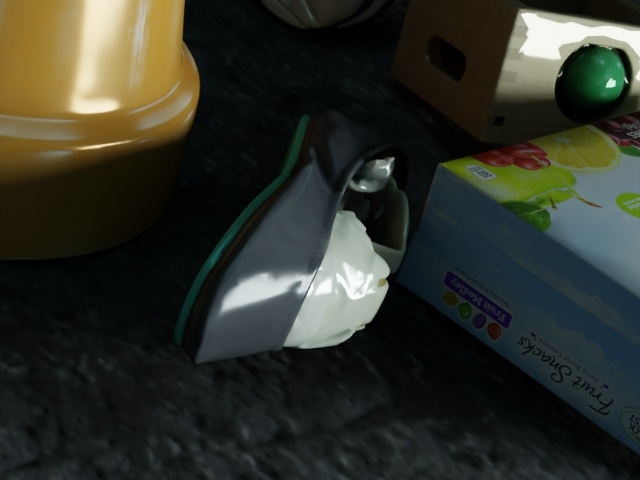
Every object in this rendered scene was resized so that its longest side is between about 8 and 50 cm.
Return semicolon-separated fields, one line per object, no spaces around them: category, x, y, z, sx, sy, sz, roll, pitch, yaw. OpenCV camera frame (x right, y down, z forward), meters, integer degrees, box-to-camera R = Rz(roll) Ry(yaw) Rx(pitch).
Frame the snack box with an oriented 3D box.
snack box;0.167;0.017;0.866;0.174;0.070;0.207;37;33;29

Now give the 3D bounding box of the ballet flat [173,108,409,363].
ballet flat;0.000;0.000;0.793;0.074;0.074;0.203;22;26;4

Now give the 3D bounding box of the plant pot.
plant pot;-0.135;-0.125;0.797;0.205;0.188;0.205;16;28;-9

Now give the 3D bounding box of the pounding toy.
pounding toy;0.108;-0.078;0.992;0.130;0.100;0.141;5;20;-26

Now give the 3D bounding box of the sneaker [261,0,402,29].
sneaker;-0.009;-0.212;1.137;0.153;0.094;0.235;-10;40;-45
